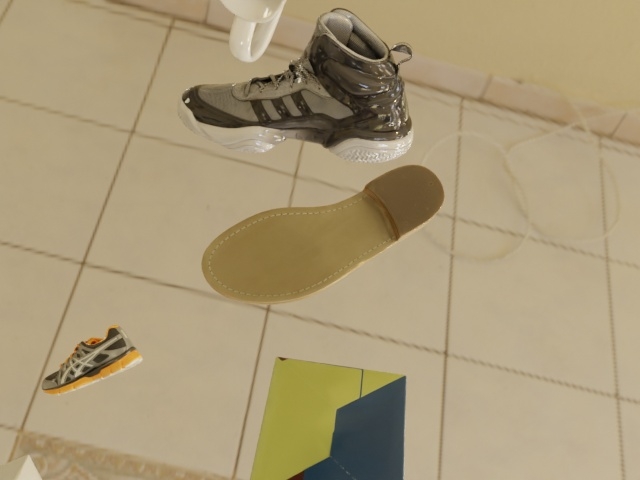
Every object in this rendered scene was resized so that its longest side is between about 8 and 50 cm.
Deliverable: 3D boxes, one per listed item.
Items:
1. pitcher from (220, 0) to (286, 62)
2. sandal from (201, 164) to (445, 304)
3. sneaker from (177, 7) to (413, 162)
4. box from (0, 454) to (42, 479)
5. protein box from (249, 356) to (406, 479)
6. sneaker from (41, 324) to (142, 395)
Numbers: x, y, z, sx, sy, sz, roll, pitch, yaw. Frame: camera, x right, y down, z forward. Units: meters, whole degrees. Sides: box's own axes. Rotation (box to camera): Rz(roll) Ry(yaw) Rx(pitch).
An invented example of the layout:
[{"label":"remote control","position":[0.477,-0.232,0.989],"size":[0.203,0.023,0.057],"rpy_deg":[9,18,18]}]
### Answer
[{"label":"pitcher","position":[-0.031,-0.283,0.930],"size":[0.125,0.177,0.207],"rpy_deg":[25,54,7]},{"label":"sandal","position":[0.003,0.006,0.913],"size":[0.240,0.079,0.088],"rpy_deg":[-24,77,-17]},{"label":"sneaker","position":[-0.027,-0.178,1.069],"size":[0.269,0.153,0.101],"rpy_deg":[8,37,7]},{"label":"box","position":[-0.637,0.562,1.712],"size":[0.345,0.168,0.215],"rpy_deg":[-23,102,1]},{"label":"protein box","position":[0.001,0.258,0.945],"size":[0.136,0.201,0.200],"rpy_deg":[8,32,1]},{"label":"sneaker","position":[-0.423,0.221,1.780],"size":[0.083,0.215,0.084],"rpy_deg":[66,19,2]}]
